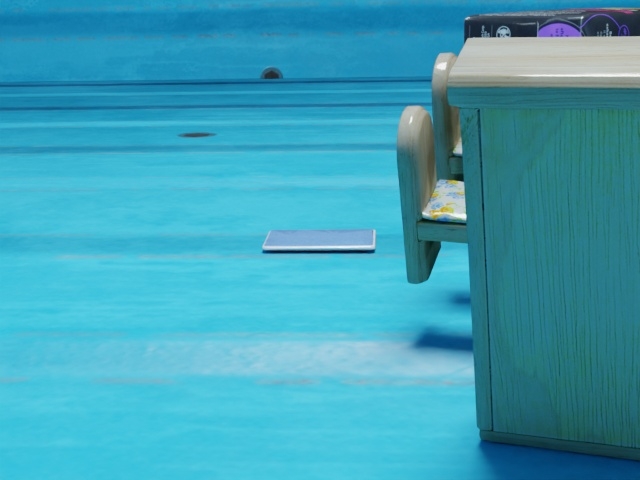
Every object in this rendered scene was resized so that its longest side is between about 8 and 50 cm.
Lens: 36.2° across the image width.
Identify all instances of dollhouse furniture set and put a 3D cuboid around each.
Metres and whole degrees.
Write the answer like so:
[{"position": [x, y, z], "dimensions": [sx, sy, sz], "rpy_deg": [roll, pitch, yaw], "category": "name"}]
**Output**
[{"position": [0.139, -0.044, 0.448], "dimensions": [0.212, 0.161, 0.242], "rpy_deg": [3, 32, 19], "category": "dollhouse furniture set"}]

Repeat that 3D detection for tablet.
[{"position": [0.000, 0.000, 0.739], "dimensions": [0.083, 0.006, 0.054], "rpy_deg": [-1, 14, 4], "category": "tablet"}]

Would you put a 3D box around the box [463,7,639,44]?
[{"position": [0.292, -0.169, 1.073], "dimensions": [0.270, 0.165, 0.143], "rpy_deg": [-13, 18, -42], "category": "box"}]
